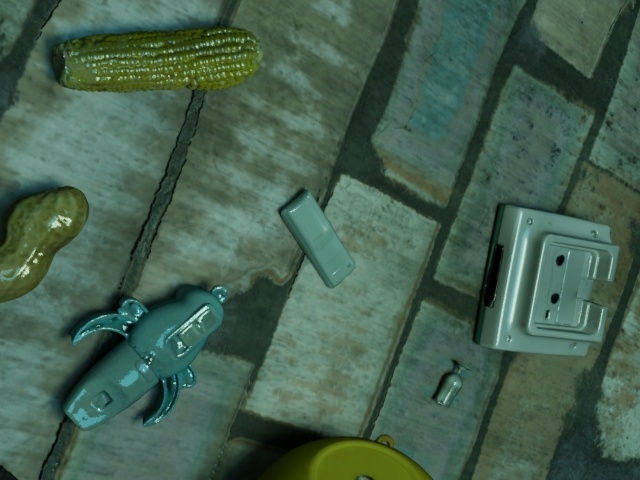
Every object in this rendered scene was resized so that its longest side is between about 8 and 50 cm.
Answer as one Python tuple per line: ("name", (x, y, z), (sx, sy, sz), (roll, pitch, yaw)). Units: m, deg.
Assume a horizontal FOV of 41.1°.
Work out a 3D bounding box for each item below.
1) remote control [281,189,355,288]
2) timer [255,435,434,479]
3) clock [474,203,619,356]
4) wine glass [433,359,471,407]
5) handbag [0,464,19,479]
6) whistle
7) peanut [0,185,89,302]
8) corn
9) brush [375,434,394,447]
("remote control", (0.000, 0.000, 1.331), (0.061, 0.029, 0.162), (-42, 117, -17))
("timer", (0.024, 0.492, 1.264), (0.376, 0.376, 0.387), (-3, 121, -31))
("clock", (0.415, 0.079, 1.548), (0.231, 0.116, 0.262), (9, 92, -31))
("wine glass", (0.231, 0.253, 1.505), (0.039, 0.042, 0.083), (33, 81, -1))
("handbag", (-0.480, 0.396, 1.076), (0.270, 0.089, 0.175), (-8, 110, -30))
("whistle", (-0.234, 0.155, 1.180), (0.274, 0.093, 0.186), (-40, 116, -17))
("peanut", (-0.372, 0.006, 1.076), (0.089, 0.089, 0.193), (43, 75, -29))
("corn", (-0.207, -0.239, 1.140), (0.288, 0.086, 0.086), (-10, 102, -27))
("brush", (0.081, 0.465, 1.461), (0.103, 0.013, 0.272), (15, 89, -32))
